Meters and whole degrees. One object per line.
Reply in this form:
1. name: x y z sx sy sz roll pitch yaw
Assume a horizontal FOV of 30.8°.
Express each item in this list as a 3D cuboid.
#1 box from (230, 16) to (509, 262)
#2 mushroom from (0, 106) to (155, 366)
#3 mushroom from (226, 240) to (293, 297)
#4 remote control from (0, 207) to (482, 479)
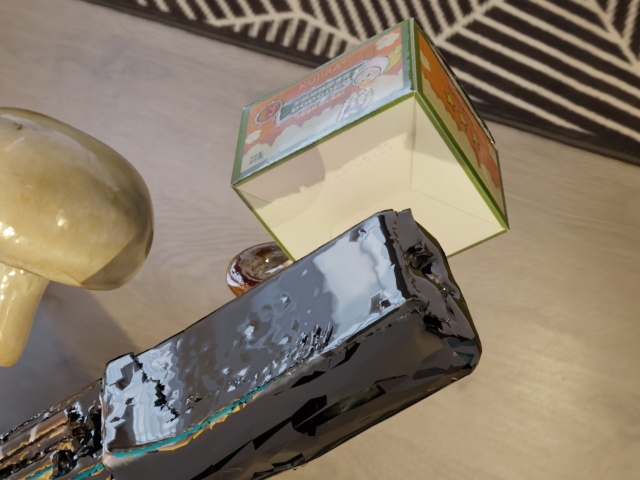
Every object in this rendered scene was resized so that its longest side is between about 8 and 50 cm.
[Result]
1. box: 0.048 -0.071 1.093 0.195 0.148 0.177 -26 122 22
2. mushroom: -0.251 0.000 0.982 0.207 0.207 0.215 28 100 22
3. mushroom: 0.000 0.000 1.473 0.227 0.148 0.217 7 123 -4
4. remote control: -0.096 0.111 0.712 0.399 0.062 0.144 -31 38 12
